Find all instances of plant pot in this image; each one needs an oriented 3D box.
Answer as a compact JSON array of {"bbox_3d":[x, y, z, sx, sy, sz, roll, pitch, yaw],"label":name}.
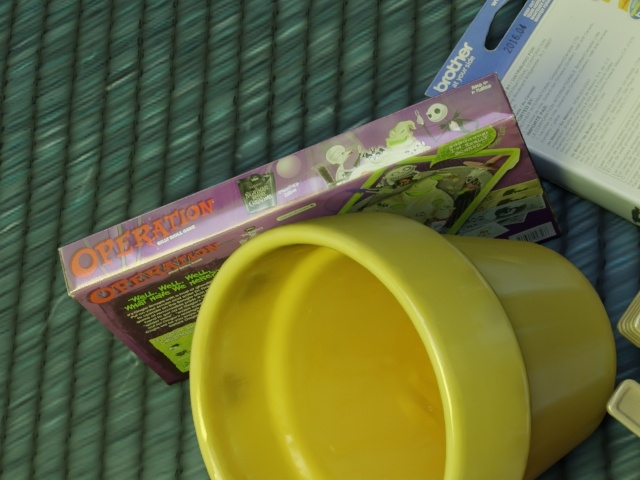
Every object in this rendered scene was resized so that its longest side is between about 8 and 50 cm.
[{"bbox_3d":[0.077,0.098,1.261,0.254,0.239,0.254,11,105,44],"label":"plant pot"}]

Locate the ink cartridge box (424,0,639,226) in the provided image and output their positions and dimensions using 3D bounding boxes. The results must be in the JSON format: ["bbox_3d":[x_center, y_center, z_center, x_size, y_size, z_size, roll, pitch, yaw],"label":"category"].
[{"bbox_3d":[0.261,-0.112,1.409,0.311,0.065,0.185,29,78,21],"label":"ink cartridge box"}]

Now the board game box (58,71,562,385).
[{"bbox_3d":[0.000,0.000,1.363,0.347,0.208,0.056,-21,66,7],"label":"board game box"}]

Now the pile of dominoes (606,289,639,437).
[{"bbox_3d":[0.336,0.106,1.282,0.251,0.040,0.196,37,80,-5],"label":"pile of dominoes"}]
